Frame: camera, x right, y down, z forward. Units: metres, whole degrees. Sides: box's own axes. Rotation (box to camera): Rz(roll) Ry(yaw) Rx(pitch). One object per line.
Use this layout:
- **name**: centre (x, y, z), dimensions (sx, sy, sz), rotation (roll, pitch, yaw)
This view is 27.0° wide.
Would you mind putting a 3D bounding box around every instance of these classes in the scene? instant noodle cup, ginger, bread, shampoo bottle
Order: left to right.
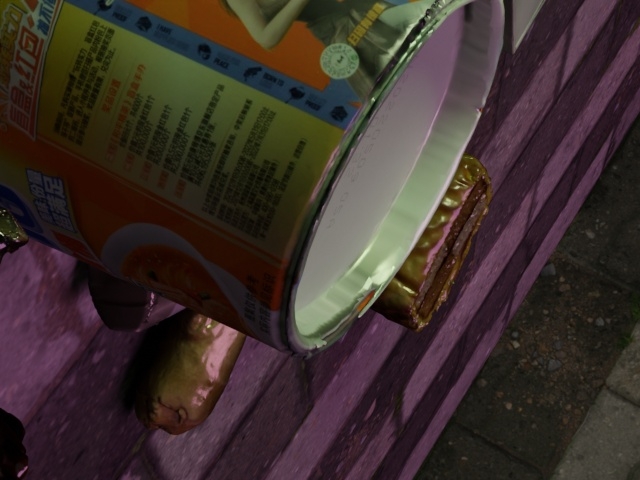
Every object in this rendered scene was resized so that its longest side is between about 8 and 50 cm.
- **shampoo bottle**: centre (-0.092, -0.002, 1.005), dimensions (0.227, 0.056, 0.086), rotation (-28, 117, -62)
- **ginger**: centre (-0.100, 0.083, 1.124), dimensions (0.190, 0.069, 0.095), rotation (-64, -165, 6)
- **instant noodle cup**: centre (-0.041, -0.086, 0.743), dimensions (0.296, 0.214, 0.296), rotation (-53, 162, -26)
- **bread**: centre (0.127, -0.005, 1.631), dimensions (0.222, 0.096, 0.181), rotation (-63, 165, -1)

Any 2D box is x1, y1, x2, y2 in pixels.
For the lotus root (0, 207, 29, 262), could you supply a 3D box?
- **lotus root**: centre (-0.217, 0.029, 0.662), dimensions (0.152, 0.072, 0.063), rotation (-38, 124, -16)

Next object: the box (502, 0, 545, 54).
- **box**: centre (0.215, -0.326, 1.370), dimensions (0.225, 0.086, 0.129), rotation (-58, 163, -13)

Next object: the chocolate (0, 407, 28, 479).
- **chocolate**: centre (-0.211, 0.193, 0.771), dimensions (0.206, 0.177, 0.224), rotation (-51, 163, -33)
